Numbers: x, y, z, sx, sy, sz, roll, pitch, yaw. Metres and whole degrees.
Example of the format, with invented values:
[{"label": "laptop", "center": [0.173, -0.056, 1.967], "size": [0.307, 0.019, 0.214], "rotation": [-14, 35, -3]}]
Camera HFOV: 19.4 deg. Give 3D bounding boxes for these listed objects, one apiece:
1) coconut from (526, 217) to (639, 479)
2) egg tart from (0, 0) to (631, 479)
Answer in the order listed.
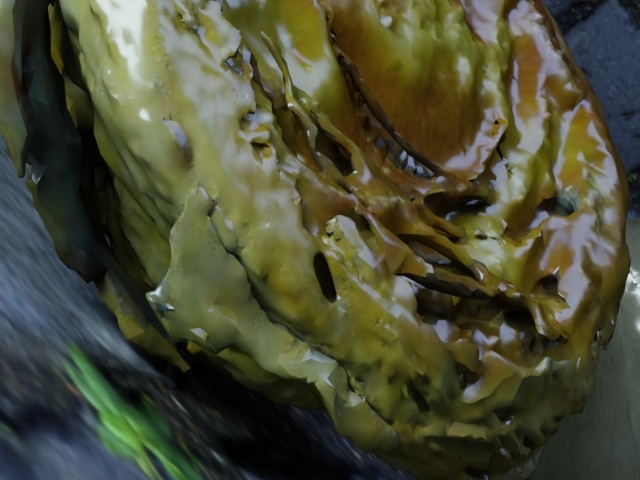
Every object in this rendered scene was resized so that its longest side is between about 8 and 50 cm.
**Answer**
[{"label": "coconut", "center": [0.267, 0.104, 1.246], "size": [0.329, 0.329, 0.329], "rotation": [49, 5, -6]}, {"label": "egg tart", "center": [-0.011, -0.046, 0.627], "size": [0.297, 0.132, 0.297], "rotation": [30, 52, -47]}]
